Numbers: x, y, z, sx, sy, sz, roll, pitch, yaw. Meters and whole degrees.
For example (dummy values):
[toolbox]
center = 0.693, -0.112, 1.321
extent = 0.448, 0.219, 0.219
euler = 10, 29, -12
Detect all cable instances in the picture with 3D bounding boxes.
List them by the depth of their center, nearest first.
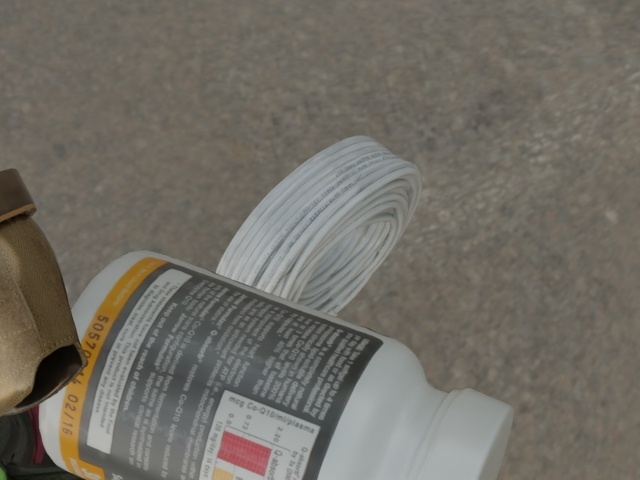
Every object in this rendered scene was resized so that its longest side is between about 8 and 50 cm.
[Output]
[cable]
center = 0.000, 0.000, 1.378
extent = 0.257, 0.257, 0.089
euler = -45, 72, 0

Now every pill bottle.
[pill bottle]
center = -0.027, 0.121, 0.832
extent = 0.279, 0.162, 0.162
euler = 20, 108, 16

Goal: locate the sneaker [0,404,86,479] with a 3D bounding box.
[sneaker]
center = -0.440, 0.273, 1.741
extent = 0.185, 0.483, 0.202
euler = -11, 61, 19

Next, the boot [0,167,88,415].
[boot]
center = -0.237, 0.070, 0.727
extent = 0.305, 0.112, 0.115
euler = -27, 93, 47
